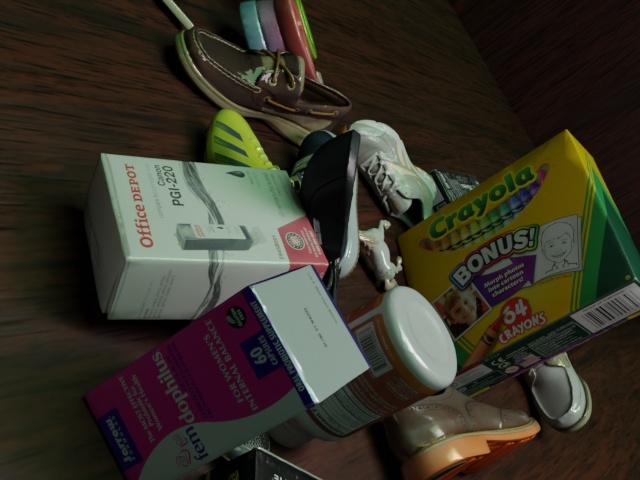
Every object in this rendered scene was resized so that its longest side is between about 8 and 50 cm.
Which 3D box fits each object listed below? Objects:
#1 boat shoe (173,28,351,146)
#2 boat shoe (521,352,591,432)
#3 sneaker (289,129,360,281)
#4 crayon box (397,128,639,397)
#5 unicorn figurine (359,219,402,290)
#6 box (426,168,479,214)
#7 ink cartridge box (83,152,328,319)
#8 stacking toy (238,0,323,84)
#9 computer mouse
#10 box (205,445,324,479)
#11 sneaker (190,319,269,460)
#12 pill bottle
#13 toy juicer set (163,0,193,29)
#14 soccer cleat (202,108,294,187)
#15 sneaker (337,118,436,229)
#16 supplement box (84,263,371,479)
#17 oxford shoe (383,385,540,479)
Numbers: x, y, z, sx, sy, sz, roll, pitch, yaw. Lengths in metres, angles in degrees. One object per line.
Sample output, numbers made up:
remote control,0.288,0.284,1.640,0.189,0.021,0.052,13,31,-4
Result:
boat shoe,-0.076,-0.255,1.271,0.342,0.123,0.123,26,40,-46
boat shoe,0.442,0.254,1.606,0.103,0.113,0.302,44,19,-22
sneaker,-0.023,-0.086,1.205,0.153,0.099,0.282,34,37,-40
crayon box,0.320,0.043,1.337,0.106,0.363,0.313,31,36,-40
unicorn figurine,0.088,0.012,1.322,0.162,0.060,0.111,55,26,-3
box,0.329,0.000,1.721,0.242,0.076,0.307,-2,62,-60
ink cartridge box,-0.123,-0.002,0.846,0.218,0.092,0.158,1,44,-28
stacking toy,-0.094,-0.380,1.460,0.279,0.130,0.309,64,12,-58
computer mouse,0.000,0.000,0.932,0.262,0.060,0.184,94,5,-65
box,0.021,0.381,0.787,0.322,0.079,0.257,37,35,-34
sneaker,-0.086,0.139,0.869,0.084,0.083,0.215,25,41,-48
pill bottle,0.034,0.150,0.906,0.121,0.216,0.121,39,32,-31
toy juicer set,-0.255,-0.505,1.288,0.209,0.089,0.329,37,33,-35
soccer cleat,-0.081,-0.069,1.061,0.093,0.121,0.289,28,39,-45
sneaker,0.130,-0.115,1.500,0.262,0.099,0.121,38,36,-31
supplement box,-0.086,0.127,0.729,0.111,0.220,0.114,60,28,7
oxford shoe,0.215,0.264,1.190,0.364,0.130,0.132,12,42,-56
